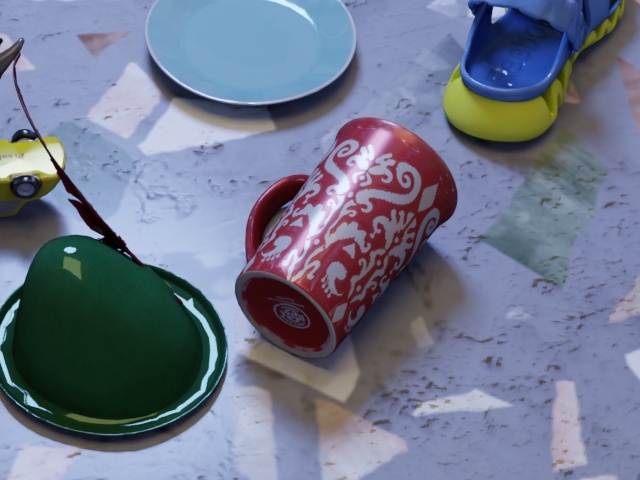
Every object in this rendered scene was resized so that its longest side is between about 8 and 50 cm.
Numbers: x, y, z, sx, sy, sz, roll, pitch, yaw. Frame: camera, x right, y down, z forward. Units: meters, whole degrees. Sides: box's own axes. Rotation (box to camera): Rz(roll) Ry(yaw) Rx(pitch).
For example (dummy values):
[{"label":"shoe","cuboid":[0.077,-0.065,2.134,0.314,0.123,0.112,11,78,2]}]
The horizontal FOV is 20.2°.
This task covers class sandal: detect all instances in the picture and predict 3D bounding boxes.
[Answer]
[{"label":"sandal","cuboid":[0.204,-0.228,1.589,0.126,0.138,0.317,14,46,11]}]

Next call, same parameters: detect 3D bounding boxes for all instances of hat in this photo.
[{"label":"hat","cuboid":[-0.167,0.014,1.303,0.208,0.183,0.173,20,47,14]}]

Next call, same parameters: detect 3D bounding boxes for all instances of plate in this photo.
[{"label":"plate","cuboid":[-0.062,-0.178,1.597,0.188,0.024,0.188,2,48,-3]}]

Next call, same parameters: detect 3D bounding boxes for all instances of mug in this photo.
[{"label":"mug","cuboid":[0.008,0.006,1.399,0.113,0.150,0.169,46,56,-12]}]

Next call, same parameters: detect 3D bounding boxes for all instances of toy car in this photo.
[{"label":"toy car","cuboid":[-0.346,-0.031,1.420,0.239,0.053,0.225,21,50,15]}]

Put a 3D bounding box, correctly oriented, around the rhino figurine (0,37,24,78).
[{"label":"rhino figurine","cuboid":[-0.321,-0.107,1.348,0.243,0.073,0.106,-21,47,24]}]
